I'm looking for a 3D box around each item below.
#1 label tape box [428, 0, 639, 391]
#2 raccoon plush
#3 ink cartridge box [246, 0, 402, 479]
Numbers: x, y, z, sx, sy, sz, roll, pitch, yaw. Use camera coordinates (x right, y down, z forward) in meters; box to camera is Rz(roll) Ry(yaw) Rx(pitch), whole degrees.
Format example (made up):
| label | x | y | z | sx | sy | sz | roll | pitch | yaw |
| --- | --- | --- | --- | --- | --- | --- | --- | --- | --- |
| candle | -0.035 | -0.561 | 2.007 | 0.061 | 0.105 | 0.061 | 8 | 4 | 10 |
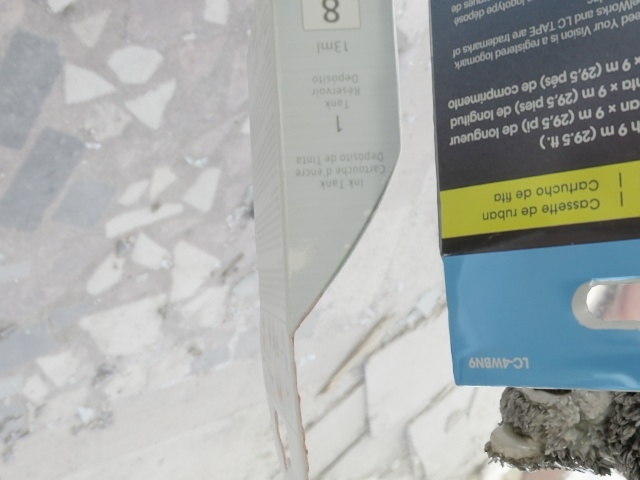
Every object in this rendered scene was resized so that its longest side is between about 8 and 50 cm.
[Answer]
| label | x | y | z | sx | sy | sz | roll | pitch | yaw |
| --- | --- | --- | --- | --- | --- | --- | --- | --- | --- |
| label tape box | 0.186 | -0.102 | 0.452 | 0.115 | 0.249 | 0.347 | 1 | 84 | -48 |
| raccoon plush | 0.374 | 0.271 | 0.944 | 0.299 | 0.446 | 0.216 | -34 | 155 | 22 |
| ink cartridge box | 0.000 | 0.000 | 0.700 | 0.091 | 0.384 | 0.308 | -4 | 179 | -7 |
